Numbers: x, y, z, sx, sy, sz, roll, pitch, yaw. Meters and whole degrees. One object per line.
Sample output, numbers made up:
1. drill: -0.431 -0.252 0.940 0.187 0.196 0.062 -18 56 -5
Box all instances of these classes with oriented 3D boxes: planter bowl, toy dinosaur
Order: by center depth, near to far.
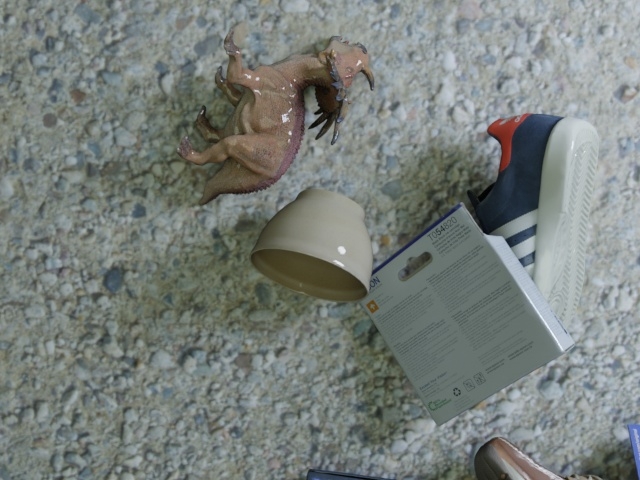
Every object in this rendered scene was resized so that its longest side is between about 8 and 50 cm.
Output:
1. planter bowl: 0.000 0.000 1.139 0.162 0.162 0.109 18 70 1
2. toy dinosaur: -0.062 -0.150 1.139 0.200 0.127 0.295 25 101 -7

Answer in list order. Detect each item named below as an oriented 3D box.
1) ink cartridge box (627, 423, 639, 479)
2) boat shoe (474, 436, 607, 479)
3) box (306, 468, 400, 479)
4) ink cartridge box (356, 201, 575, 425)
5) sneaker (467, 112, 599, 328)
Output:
1. ink cartridge box: 0.563 0.341 1.125 0.311 0.185 0.065 6 135 0
2. boat shoe: 0.347 0.376 1.177 0.324 0.123 0.116 44 63 -2
3. box: 0.056 0.438 1.161 0.184 0.059 0.232 9 66 1
4. ink cartridge box: 0.177 0.096 1.123 0.223 0.045 0.224 -40 77 35
5. sneaker: 0.264 -0.001 1.146 0.148 0.131 0.349 19 113 36
